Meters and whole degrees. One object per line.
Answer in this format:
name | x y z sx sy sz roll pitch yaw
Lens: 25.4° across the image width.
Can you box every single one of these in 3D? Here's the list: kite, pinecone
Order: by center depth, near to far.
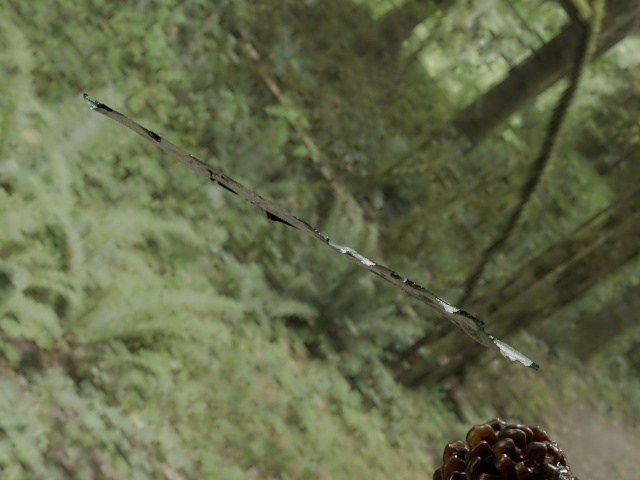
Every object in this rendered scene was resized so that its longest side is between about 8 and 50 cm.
kite | 0.000 0.000 0.825 0.335 0.011 0.314 30 0 -27
pinecone | 0.128 0.169 0.935 0.102 0.102 0.109 53 -6 -8
